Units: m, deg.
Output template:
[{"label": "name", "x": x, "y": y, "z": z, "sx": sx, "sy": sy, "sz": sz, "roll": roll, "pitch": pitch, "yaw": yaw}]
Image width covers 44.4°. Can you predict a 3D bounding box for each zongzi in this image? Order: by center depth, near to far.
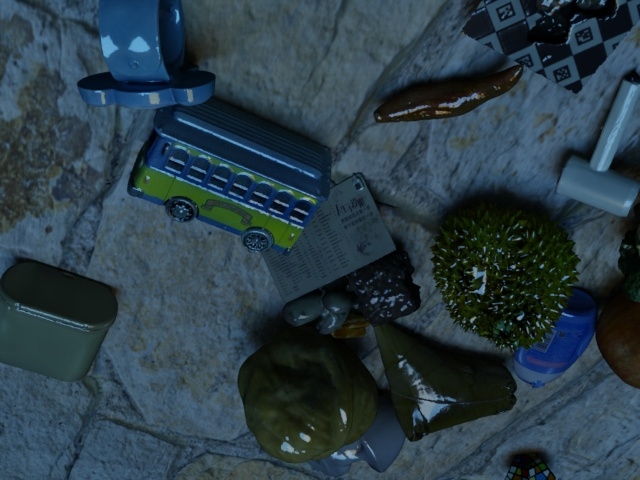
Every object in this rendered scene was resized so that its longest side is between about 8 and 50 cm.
[{"label": "zongzi", "x": 0.271, "y": 0.263, "z": 1.708, "sx": 0.273, "sy": 0.145, "sz": 0.300, "roll": -16, "pitch": 107, "yaw": 1}]

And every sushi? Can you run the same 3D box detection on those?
[{"label": "sushi", "x": 0.360, "y": -0.361, "z": 1.168, "sx": 0.231, "sy": 0.047, "sz": 0.220, "roll": 21, "pitch": 126, "yaw": -20}]

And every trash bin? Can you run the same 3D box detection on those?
[{"label": "trash bin", "x": -0.584, "y": 0.184, "z": 1.688, "sx": 0.243, "sy": 0.121, "sz": 0.247, "roll": 21, "pitch": 133, "yaw": -15}]

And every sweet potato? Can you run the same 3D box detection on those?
[{"label": "sweet potato", "x": 0.212, "y": -0.235, "z": 1.279, "sx": 0.255, "sy": 0.058, "sz": 0.078, "roll": -11, "pitch": 161, "yaw": 24}]

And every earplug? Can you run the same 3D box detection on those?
[{"label": "earplug", "x": 0.048, "y": 0.463, "z": 1.872, "sx": 0.325, "sy": 0.175, "sz": 0.214, "roll": -9, "pitch": 128, "yaw": 25}]

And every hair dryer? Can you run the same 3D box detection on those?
[{"label": "hair dryer", "x": 0.495, "y": -0.165, "z": 1.311, "sx": 0.131, "sy": 0.073, "sz": 0.236, "roll": 24, "pitch": 119, "yaw": 21}]

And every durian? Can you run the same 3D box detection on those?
[{"label": "durian", "x": 0.348, "y": 0.059, "z": 1.446, "sx": 0.291, "sy": 0.224, "sz": 0.291, "roll": 17, "pitch": 120, "yaw": 32}]

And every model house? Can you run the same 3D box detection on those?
[{"label": "model house", "x": 0.608, "y": -0.030, "z": 1.360, "sx": 0.195, "sy": 0.214, "sz": 0.189, "roll": -6, "pitch": 120, "yaw": 25}]

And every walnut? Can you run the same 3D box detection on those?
[{"label": "walnut", "x": -0.030, "y": 0.322, "z": 1.650, "sx": 0.253, "sy": 0.277, "sz": 0.282, "roll": -42, "pitch": 149, "yaw": 11}]

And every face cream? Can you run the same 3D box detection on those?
[{"label": "face cream", "x": 0.488, "y": 0.214, "z": 1.654, "sx": 0.149, "sy": 0.083, "sz": 0.264, "roll": 9, "pitch": 132, "yaw": -3}]

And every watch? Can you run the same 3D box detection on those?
[{"label": "watch", "x": -0.265, "y": -0.306, "z": 1.190, "sx": 0.210, "sy": 0.211, "sz": 0.193, "roll": 1, "pitch": 118, "yaw": 4}]

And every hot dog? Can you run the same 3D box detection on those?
[{"label": "hot dog", "x": 0.058, "y": 0.177, "z": 1.655, "sx": 0.133, "sy": 0.041, "sz": 0.056, "roll": 6, "pitch": 120, "yaw": -51}]

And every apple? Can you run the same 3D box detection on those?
[{"label": "apple", "x": 0.652, "y": 0.186, "z": 1.532, "sx": 0.211, "sy": 0.211, "sz": 0.188, "roll": 29, "pitch": 130, "yaw": -20}]

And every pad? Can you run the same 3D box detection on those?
[{"label": "pad", "x": 0.000, "y": 0.000, "z": 1.482, "sx": 0.265, "sy": 0.009, "sz": 0.160, "roll": -27, "pitch": 87, "yaw": 26}]

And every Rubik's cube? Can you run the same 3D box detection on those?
[{"label": "Rubik's cube", "x": 0.532, "y": 0.607, "z": 1.989, "sx": 0.133, "sy": 0.133, "sz": 0.112, "roll": 17, "pitch": 159, "yaw": -11}]

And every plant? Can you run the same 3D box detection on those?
[{"label": "plant", "x": 0.056, "y": 0.105, "z": 1.546, "sx": 0.274, "sy": 0.149, "sz": 0.146, "roll": -15, "pitch": 167, "yaw": 23}]

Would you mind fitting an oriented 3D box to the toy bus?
[{"label": "toy bus", "x": -0.155, "y": -0.118, "z": 1.357, "sx": 0.312, "sy": 0.152, "sz": 0.190, "roll": 22, "pitch": 131, "yaw": -15}]
